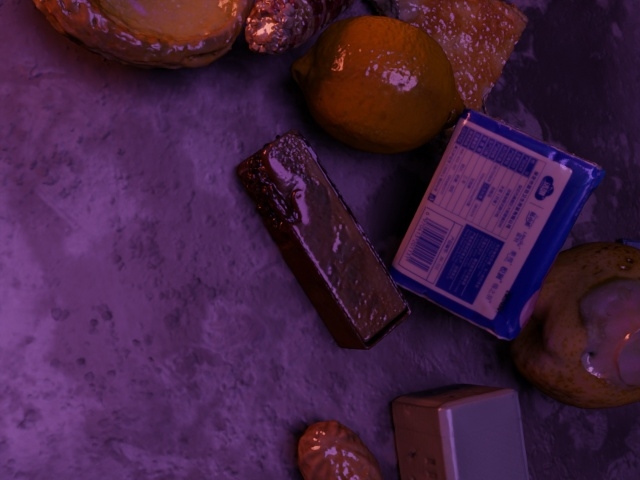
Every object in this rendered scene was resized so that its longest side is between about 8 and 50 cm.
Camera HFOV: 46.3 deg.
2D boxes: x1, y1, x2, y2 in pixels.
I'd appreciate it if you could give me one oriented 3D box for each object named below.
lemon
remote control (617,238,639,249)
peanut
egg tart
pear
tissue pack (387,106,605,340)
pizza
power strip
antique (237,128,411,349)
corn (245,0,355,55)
[{"bbox_3d":[0.083,-0.214,1.045,0.256,0.188,0.188,15,77,-9],"label":"lemon"},{"bbox_3d":[0.599,0.020,1.350,0.152,0.027,0.044,1,87,-23],"label":"remote control"},{"bbox_3d":[0.049,0.342,1.006,0.095,0.108,0.226,-35,101,-16],"label":"peanut"},{"bbox_3d":[-0.229,-0.337,0.955,0.293,0.123,0.294,5,79,-26],"label":"egg tart"},{"bbox_3d":[0.417,0.131,1.146,0.271,0.271,0.271,3,82,-25],"label":"pear"},{"bbox_3d":[0.242,-0.027,1.051,0.209,0.137,0.270,25,106,11],"label":"tissue pack"},{"bbox_3d":[0.188,-0.268,1.171,0.279,0.075,0.288,12,80,-19],"label":"pizza"},{"bbox_3d":[0.202,0.327,1.061,0.139,0.140,0.225,-5,85,-27],"label":"power strip"},{"bbox_3d":[0.000,0.000,1.038,0.093,0.087,0.310,-35,99,-23],"label":"antique"},{"bbox_3d":[-0.013,-0.338,1.027,0.098,0.098,0.290,50,46,-12],"label":"corn"}]
